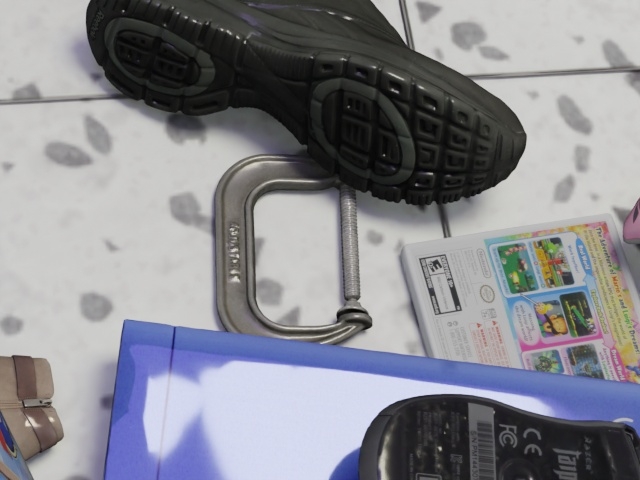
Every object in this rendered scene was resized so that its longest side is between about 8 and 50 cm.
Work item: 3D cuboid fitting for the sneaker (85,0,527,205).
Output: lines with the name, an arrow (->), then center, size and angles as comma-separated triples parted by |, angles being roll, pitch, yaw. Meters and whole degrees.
sneaker -> 0.002, -0.123, 1.168 | 0.286, 0.109, 0.130 | 24, 48, 7

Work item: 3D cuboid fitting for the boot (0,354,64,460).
boot -> -0.201, 0.081, 1.081 | 0.087, 0.042, 0.118 | -10, 64, -23

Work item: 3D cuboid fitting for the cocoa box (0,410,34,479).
cocoa box -> -0.330, 0.029, 0.953 | 0.231, 0.228, 0.347 | -28, 72, -5

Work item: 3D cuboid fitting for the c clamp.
c clamp -> 0.000, 0.000, 1.160 | 0.137, 0.022, 0.161 | 7, 63, -7

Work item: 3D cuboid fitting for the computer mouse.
computer mouse -> 0.140, 0.181, 1.024 | 0.262, 0.060, 0.184 | 3, 68, -20

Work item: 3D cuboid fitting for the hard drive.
hard drive -> 0.032, 0.168, 1.062 | 0.318, 0.040, 0.210 | 7, 72, -6

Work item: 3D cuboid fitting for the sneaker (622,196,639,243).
sneaker -> 0.316, 0.070, 1.150 | 0.319, 0.131, 0.112 | 55, 39, -4

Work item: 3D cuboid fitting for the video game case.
video game case -> 0.137, 0.064, 1.156 | 0.143, 0.019, 0.157 | -8, 66, -14
